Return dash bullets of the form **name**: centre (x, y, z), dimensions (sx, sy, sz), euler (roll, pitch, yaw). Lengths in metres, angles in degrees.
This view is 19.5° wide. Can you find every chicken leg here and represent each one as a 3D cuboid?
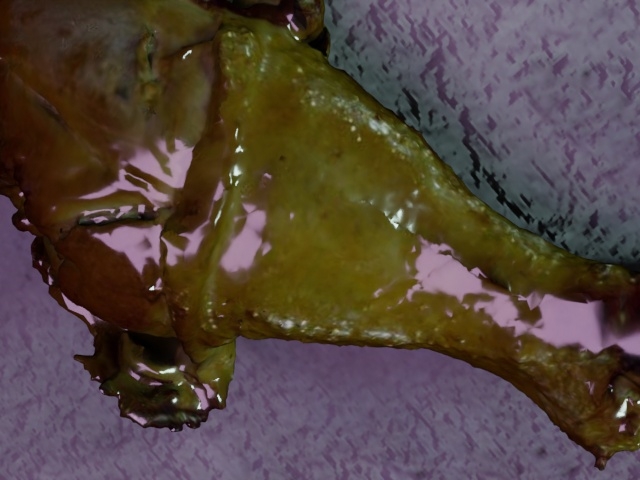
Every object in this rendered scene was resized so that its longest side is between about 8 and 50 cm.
- **chicken leg**: centre (-0.014, 0.007, 0.838), dimensions (0.361, 0.140, 0.211), euler (37, 114, 7)
